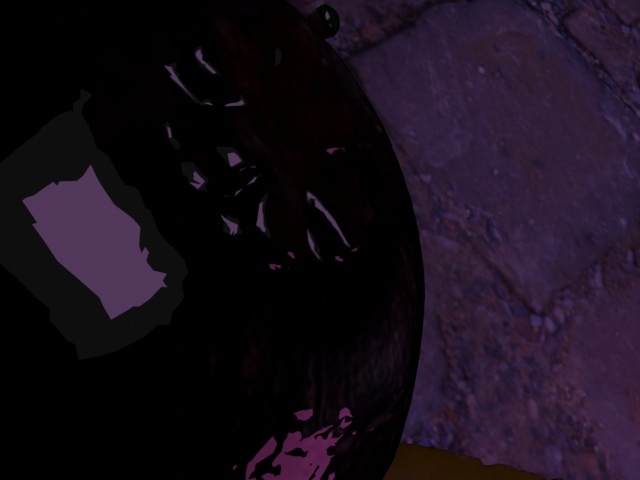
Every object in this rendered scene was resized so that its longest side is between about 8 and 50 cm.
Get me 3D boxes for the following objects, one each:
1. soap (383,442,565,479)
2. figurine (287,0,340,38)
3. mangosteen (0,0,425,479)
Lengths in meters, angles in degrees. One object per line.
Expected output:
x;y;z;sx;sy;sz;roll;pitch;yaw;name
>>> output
0.008;0.188;0.657;0.339;0.304;0.169;15;54;-24;soap
-0.044;-0.222;0.983;0.147;0.093;0.197;45;52;-16;figurine
-0.158;0.043;0.590;0.382;0.435;0.382;29;46;-35;mangosteen
